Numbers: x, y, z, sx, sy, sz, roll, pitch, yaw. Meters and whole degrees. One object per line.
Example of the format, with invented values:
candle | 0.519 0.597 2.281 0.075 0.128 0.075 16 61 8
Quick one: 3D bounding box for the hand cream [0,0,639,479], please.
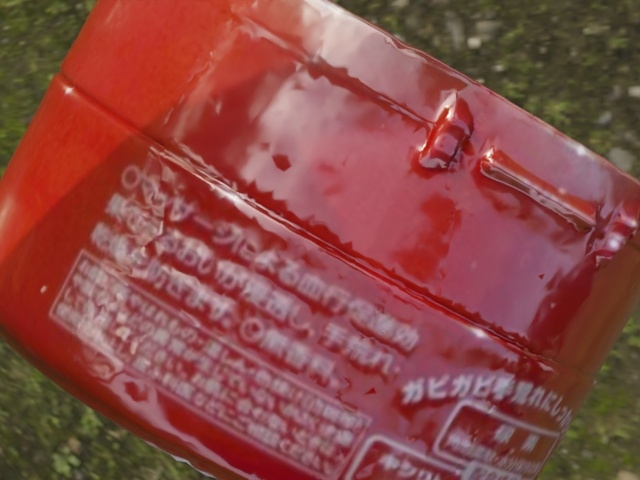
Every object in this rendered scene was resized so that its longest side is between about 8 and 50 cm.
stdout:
hand cream | 0.000 0.000 0.567 0.230 0.230 0.149 26 93 -23
